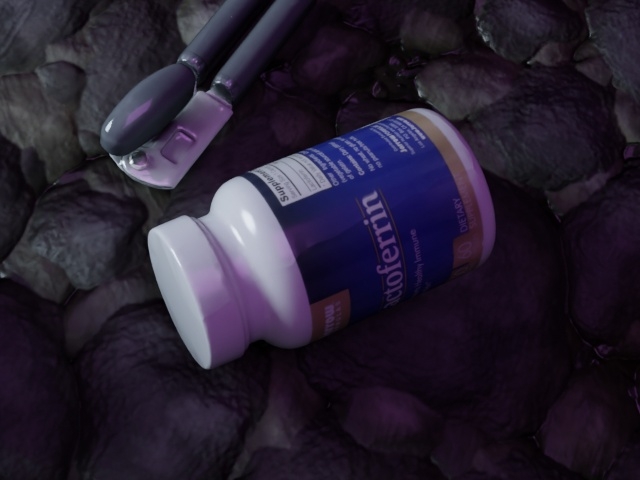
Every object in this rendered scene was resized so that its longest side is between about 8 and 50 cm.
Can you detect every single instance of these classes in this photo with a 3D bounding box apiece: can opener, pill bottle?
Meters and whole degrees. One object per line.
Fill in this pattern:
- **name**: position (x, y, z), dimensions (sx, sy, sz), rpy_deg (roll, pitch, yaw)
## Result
- **can opener**: position (-0.091, -0.161, 1.047), dimensions (0.074, 0.093, 0.280), rpy_deg (35, 63, 3)
- **pill bottle**: position (0.000, 0.000, 0.971), dimensions (0.265, 0.153, 0.153), rpy_deg (-23, 77, -17)
